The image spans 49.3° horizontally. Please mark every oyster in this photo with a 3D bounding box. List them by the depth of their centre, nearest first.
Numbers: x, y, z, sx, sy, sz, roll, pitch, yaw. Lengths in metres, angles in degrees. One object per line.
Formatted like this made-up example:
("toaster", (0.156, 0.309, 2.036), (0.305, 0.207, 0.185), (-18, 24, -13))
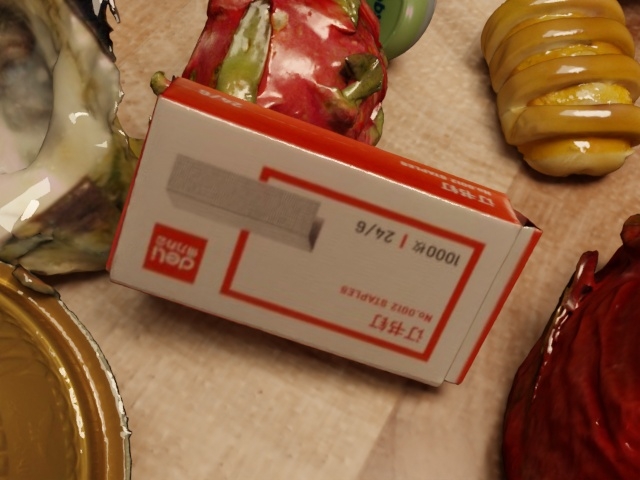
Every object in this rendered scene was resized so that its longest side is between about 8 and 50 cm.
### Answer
("oyster", (-0.237, -0.110, 0.474), (0.351, 0.115, 0.238), (42, 85, 5))

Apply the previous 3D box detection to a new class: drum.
("drum", (-0.013, -0.219, 0.616), (0.253, 0.130, 0.049), (15, 28, 38))

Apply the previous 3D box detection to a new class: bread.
("bread", (0.202, -0.135, 0.568), (0.119, 0.084, 0.177), (-2, 62, -6))

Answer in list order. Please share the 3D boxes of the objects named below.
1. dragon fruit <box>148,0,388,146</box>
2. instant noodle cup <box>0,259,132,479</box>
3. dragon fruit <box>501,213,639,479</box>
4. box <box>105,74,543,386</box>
("dragon fruit", (-0.035, -0.111, 0.489), (0.166, 0.160, 0.172), (41, 52, -30))
("instant noodle cup", (-0.234, 0.117, 0.326), (0.274, 0.091, 0.274), (1, 74, -2))
("dragon fruit", (0.261, 0.072, 0.343), (0.240, 0.330, 0.302), (12, 53, -23))
("box", (0.000, 0.000, 0.420), (0.229, 0.123, 0.050), (20, 23, -7))
